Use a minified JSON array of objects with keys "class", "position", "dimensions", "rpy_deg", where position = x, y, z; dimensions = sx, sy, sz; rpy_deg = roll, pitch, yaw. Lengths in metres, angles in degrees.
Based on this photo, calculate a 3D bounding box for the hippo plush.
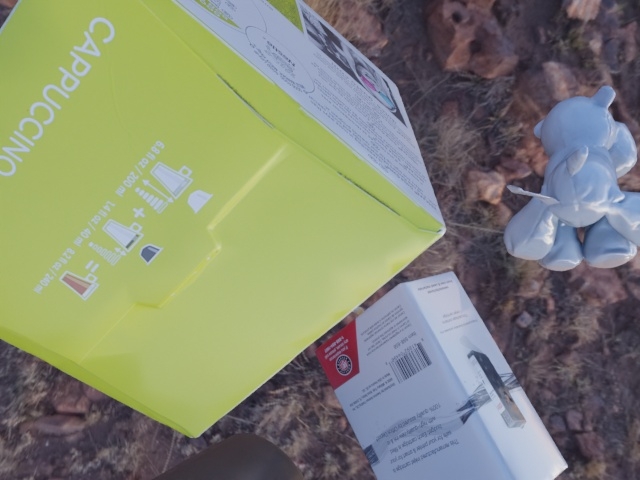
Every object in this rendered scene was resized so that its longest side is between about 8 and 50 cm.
[{"class":"hippo plush","position":[0.402,-0.106,1.026],"dimensions":[0.294,0.234,0.237],"rpy_deg":[28,51,-27]}]

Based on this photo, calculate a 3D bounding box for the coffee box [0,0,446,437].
[{"class":"coffee box","position":[-0.138,-0.083,0.616],"dimensions":[0.338,0.334,0.337],"rpy_deg":[37,115,-23]}]

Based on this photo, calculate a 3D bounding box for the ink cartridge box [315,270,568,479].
[{"class":"ink cartridge box","position":[0.139,0.208,0.786],"dimensions":[0.114,0.197,0.273],"rpy_deg":[-8,63,-43]}]

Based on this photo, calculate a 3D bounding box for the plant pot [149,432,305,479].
[{"class":"plant pot","position":[-0.135,0.367,0.775],"dimensions":[0.229,0.263,0.263],"rpy_deg":[-37,100,-46]}]

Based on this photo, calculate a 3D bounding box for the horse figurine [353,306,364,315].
[{"class":"horse figurine","position":[0.000,0.000,0.959],"dimensions":[0.174,0.066,0.263],"rpy_deg":[24,43,-18]}]
